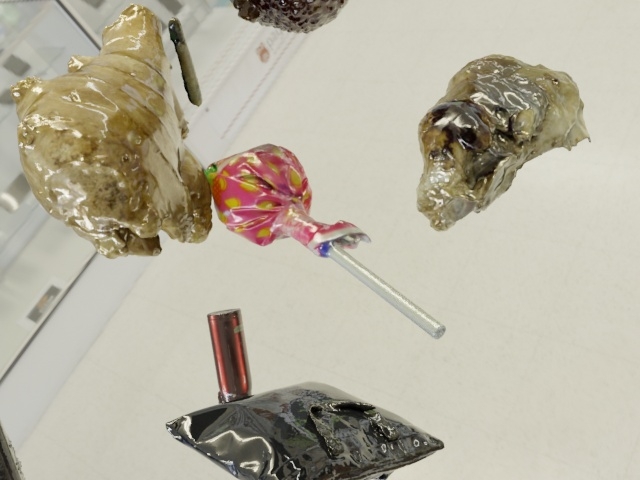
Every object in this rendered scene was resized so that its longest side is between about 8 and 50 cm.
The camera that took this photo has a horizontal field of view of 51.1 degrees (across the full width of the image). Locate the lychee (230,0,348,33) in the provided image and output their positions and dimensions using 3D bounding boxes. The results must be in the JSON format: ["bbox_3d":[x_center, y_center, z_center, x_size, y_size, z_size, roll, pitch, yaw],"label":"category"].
[{"bbox_3d":[-0.042,-0.324,0.744,0.194,0.194,0.194,-17,48,20],"label":"lychee"}]

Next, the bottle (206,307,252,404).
[{"bbox_3d":[-0.144,0.194,1.069,0.060,0.060,0.164,-9,91,27],"label":"bottle"}]

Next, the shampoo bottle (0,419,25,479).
[{"bbox_3d":[-0.382,0.362,0.833,0.071,0.309,0.098,-21,7,-30],"label":"shampoo bottle"}]

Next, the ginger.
[{"bbox_3d":[-0.186,-0.124,0.735,0.166,0.236,0.375,-46,18,39],"label":"ginger"}]

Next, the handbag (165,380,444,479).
[{"bbox_3d":[-0.011,0.222,0.756,0.211,0.254,0.089,13,98,44],"label":"handbag"}]

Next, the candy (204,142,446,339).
[{"bbox_3d":[0.000,0.000,0.719,0.124,0.124,0.365,-46,46,-8],"label":"candy"}]

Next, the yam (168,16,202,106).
[{"bbox_3d":[-0.120,-0.156,0.596,0.014,0.107,0.014,-1,62,1],"label":"yam"}]

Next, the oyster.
[{"bbox_3d":[0.169,-0.118,0.672,0.161,0.107,0.233,23,61,32],"label":"oyster"}]
